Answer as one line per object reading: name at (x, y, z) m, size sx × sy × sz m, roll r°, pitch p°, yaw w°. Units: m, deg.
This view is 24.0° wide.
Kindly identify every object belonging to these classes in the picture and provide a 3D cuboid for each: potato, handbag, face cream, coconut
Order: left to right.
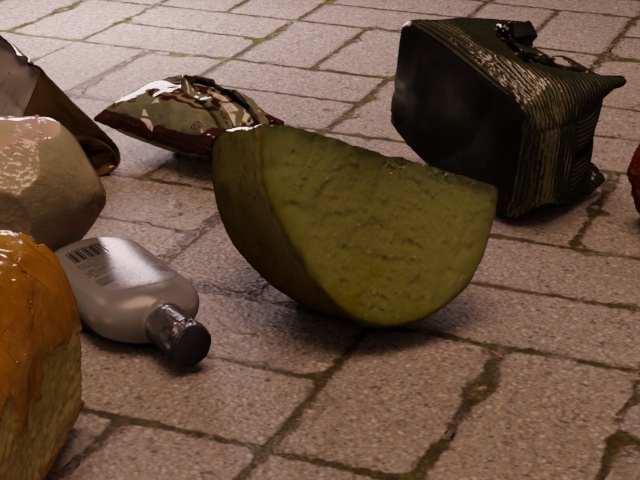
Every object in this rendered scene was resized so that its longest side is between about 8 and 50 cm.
coconut at (-0.391, -0.061, 1.949) m, size 0.234 × 0.224 × 0.224 m, roll 10°, pitch 24°, yaw 25°
face cream at (-0.221, 0.071, 1.814) m, size 0.144 × 0.071 × 0.291 m, roll -15°, pitch 26°, yaw -31°
handbag at (-0.203, -0.198, 2.396) m, size 0.235 × 0.127 × 0.213 m, roll 18°, pitch 26°, yaw 31°
potato at (0.000, 0.000, 1.878) m, size 0.330 × 0.213 × 0.280 m, roll 15°, pitch -10°, yaw -23°
handbag at (0.281, -0.195, 2.248) m, size 0.240 × 0.247 × 0.340 m, roll -17°, pitch 40°, yaw -31°

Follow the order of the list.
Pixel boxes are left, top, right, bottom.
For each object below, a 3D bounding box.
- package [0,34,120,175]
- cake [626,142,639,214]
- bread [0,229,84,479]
package at (-0.475, -0.190, 2.385) m, size 0.165 × 0.221 × 0.311 m, roll -45°, pitch 35°, yaw -3°
cake at (0.578, -0.100, 2.123) m, size 0.283 × 0.177 × 0.151 m, roll -7°, pitch 23°, yaw -15°
bread at (-0.338, 0.153, 1.399) m, size 0.165 × 0.236 × 0.375 m, roll 1°, pitch 23°, yaw 5°
